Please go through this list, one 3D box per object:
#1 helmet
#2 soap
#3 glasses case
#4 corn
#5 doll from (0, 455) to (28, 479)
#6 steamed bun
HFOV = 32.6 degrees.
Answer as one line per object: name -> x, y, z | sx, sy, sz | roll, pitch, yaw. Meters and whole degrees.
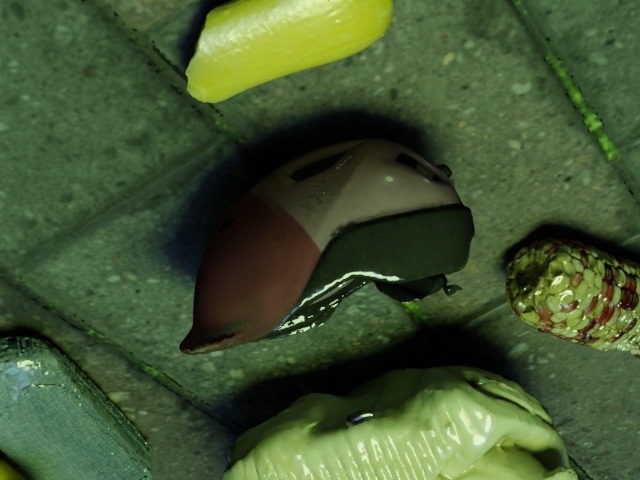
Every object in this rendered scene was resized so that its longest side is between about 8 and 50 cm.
helmet -> 0.000, 0.000, 0.910 | 0.253, 0.154, 0.198 | -10, 177, 10
soap -> -0.027, -0.159, 0.817 | 0.169, 0.033, 0.089 | -18, 135, 5
glasses case -> -0.263, 0.191, 1.107 | 0.109, 0.067, 0.282 | -22, 135, 6
corn -> 0.308, 0.071, 1.101 | 0.290, 0.098, 0.098 | 20, 128, -31
doll -> -0.384, 0.304, 1.142 | 0.423, 0.161, 0.348 | 25, 143, -24
steamed bun -> 0.099, 0.269, 1.160 | 0.394, 0.237, 0.346 | 26, 101, 4
